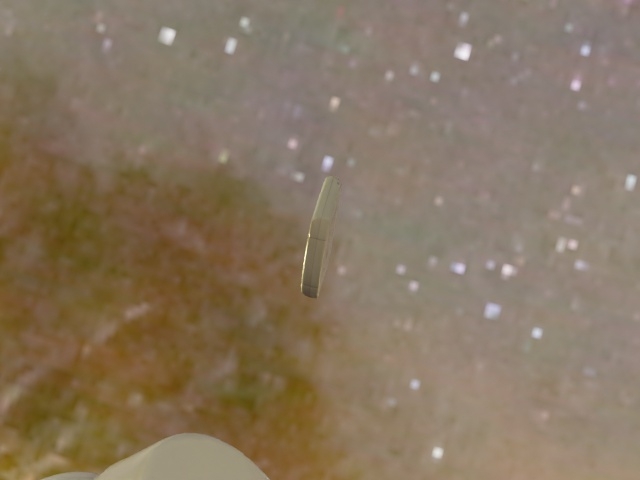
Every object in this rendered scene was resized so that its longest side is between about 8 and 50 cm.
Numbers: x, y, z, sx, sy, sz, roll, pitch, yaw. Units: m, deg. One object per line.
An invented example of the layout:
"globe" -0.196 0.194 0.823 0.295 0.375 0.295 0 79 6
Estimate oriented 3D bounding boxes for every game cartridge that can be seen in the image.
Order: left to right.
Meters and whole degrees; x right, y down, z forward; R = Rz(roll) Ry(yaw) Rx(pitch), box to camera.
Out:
"game cartridge" 0.000 0.000 1.412 0.017 0.056 0.083 10 -47 2

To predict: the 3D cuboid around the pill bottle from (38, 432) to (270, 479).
"pill bottle" -0.204 0.297 1.331 0.392 0.224 0.224 -31 -41 27
